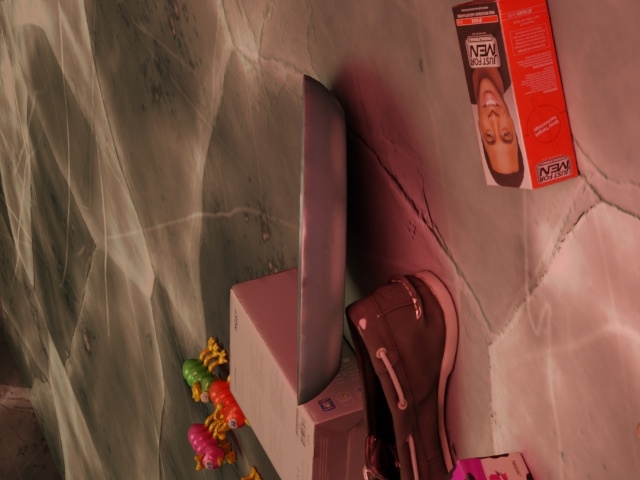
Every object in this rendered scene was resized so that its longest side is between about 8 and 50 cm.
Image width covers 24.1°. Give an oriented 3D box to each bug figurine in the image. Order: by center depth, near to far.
[{"bbox_3d":[-0.139,0.277,2.120,0.216,0.072,0.279,-133,33,-51],"label":"bug figurine"}]

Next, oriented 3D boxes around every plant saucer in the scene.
[{"bbox_3d":[0.000,0.000,1.440,0.317,0.043,0.317,-179,90,-89],"label":"plant saucer"}]

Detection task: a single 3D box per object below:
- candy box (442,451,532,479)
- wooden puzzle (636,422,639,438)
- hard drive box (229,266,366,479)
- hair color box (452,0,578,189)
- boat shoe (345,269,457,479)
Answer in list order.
[{"bbox_3d":[0.134,0.320,1.347,0.233,0.071,0.159,-61,40,45],"label":"candy box"},{"bbox_3d":[0.256,0.149,1.071,0.116,0.014,0.078,117,138,-61],"label":"wooden puzzle"},{"bbox_3d":[-0.021,0.176,1.707,0.232,0.089,0.181,55,152,41],"label":"hard drive box"},{"bbox_3d":[0.145,-0.112,1.118,0.072,0.043,0.141,11,116,67],"label":"hair color box"},{"bbox_3d":[0.070,0.178,1.458,0.112,0.095,0.335,-132,32,-50],"label":"boat shoe"}]
